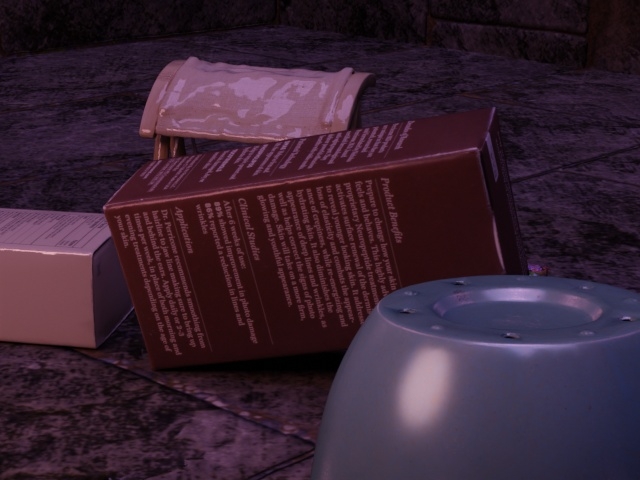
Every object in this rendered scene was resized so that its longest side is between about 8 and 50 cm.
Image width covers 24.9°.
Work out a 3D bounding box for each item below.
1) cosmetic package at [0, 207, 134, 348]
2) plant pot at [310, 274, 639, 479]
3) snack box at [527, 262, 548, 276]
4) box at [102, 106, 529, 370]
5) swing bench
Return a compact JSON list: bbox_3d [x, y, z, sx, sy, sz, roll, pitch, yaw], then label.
[{"bbox_3d":[-0.371,0.033,1.597,0.309,0.113,0.160,5,17,10],"label":"cosmetic package"},{"bbox_3d":[0.128,0.153,0.948,0.293,0.235,0.293,0,11,0],"label":"plant pot"},{"bbox_3d":[0.186,0.048,1.712,0.141,0.037,0.100,9,19,25],"label":"snack box"},{"bbox_3d":[0.000,0.000,1.435,0.381,0.191,0.143,-6,22,18],"label":"box"},{"bbox_3d":[-0.076,-0.086,1.769,0.253,0.254,0.165,5,17,15],"label":"swing bench"}]
